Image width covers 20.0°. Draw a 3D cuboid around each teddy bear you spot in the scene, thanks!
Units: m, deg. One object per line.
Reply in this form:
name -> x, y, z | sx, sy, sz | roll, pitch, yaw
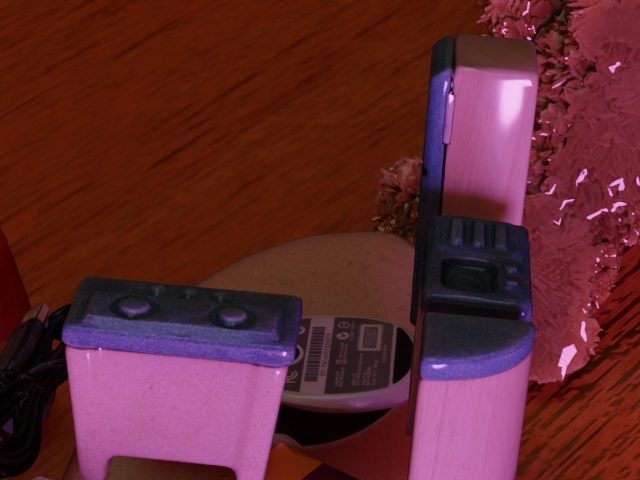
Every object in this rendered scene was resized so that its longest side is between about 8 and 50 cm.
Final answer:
teddy bear -> 0.181, -0.081, 0.995 | 0.245, 0.338, 0.113 | 23, 8, 8

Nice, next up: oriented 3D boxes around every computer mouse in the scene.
computer mouse -> -0.048, 0.067, 0.790 | 0.193, 0.042, 0.106 | 1, 30, 7

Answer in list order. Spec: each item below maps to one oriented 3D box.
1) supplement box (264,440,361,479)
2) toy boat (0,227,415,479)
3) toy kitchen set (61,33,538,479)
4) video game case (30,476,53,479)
supplement box -> 0.031, 0.212, 0.658 | 0.194, 0.191, 0.129 | 21, 44, 34
toy boat -> -0.068, 0.088, 0.907 | 0.318, 0.148, 0.267 | 21, 49, 23
toy kitchen set -> 0.000, 0.000, 0.715 | 0.166, 0.122, 0.207 | 6, 23, 2
video game case -> -0.109, 0.213, 0.577 | 0.212, 0.023, 0.193 | -55, 40, 10
